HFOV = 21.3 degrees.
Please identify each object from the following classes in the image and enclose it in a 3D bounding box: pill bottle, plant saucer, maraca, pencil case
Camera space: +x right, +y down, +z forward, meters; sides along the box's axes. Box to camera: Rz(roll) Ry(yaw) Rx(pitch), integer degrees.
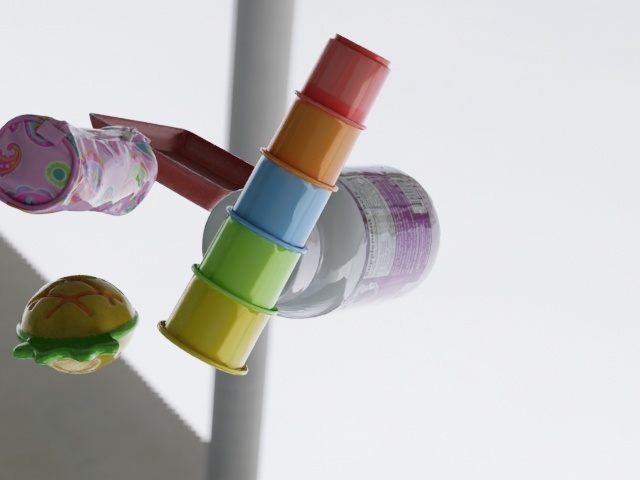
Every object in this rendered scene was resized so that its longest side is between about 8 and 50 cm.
[{"bbox_3d":[0.000,0.000,1.891,0.169,0.169,0.301,22,-167,27],"label":"pill bottle"},{"bbox_3d":[-0.171,-0.097,2.407,0.258,0.047,0.259,29,-169,26],"label":"plant saucer"},{"bbox_3d":[-0.252,0.092,1.747,0.127,0.099,0.185,-6,-165,2],"label":"maraca"},{"bbox_3d":[-0.292,-0.090,2.045,0.124,0.124,0.284,14,-175,15],"label":"pencil case"}]

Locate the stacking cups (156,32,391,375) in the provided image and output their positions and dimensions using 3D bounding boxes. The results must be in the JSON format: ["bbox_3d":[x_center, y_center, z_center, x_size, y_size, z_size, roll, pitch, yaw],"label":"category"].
[{"bbox_3d":[-0.033,-0.035,1.548,0.096,0.316,0.096,29,-177,-2],"label":"stacking cups"}]
